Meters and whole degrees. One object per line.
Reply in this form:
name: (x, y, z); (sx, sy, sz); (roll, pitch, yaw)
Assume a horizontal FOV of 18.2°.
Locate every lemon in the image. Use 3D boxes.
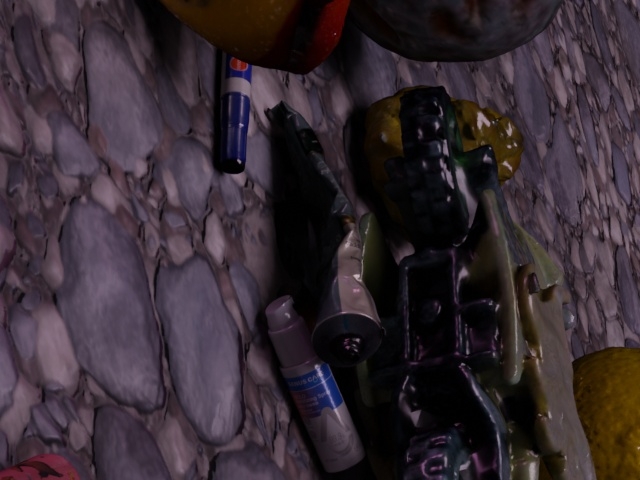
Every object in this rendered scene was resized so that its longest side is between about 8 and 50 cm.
lemon: (0.273, 0.190, 1.801); (0.193, 0.180, 0.180); (-37, 109, -56)

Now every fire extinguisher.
fire extinguisher: (-0.003, 0.066, 1.463); (0.083, 0.022, 0.028); (58, -2, -32)

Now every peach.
peach: (-0.060, -0.248, 1.377); (0.267, 0.159, 0.154); (62, 36, -18)

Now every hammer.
hammer: (-0.158, 0.139, 1.056); (0.083, 0.043, 0.043); (-20, 93, -67)

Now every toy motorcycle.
toy motorcycle: (0.107, 0.093, 1.502); (0.237, 0.169, 0.410); (51, 33, -53)

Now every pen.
pen: (-0.061, -0.135, 1.469); (0.025, 0.025, 0.204); (46, 35, -46)

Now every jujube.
jujube: (0.083, -0.288, 1.622); (0.308, 0.246, 0.215); (55, 39, -12)

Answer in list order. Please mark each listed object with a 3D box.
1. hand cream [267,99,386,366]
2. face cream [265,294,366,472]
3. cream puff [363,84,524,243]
hand cream: (-0.001, 0.000, 1.454); (0.248, 0.052, 0.075); (-106, -169, -47)
face cream: (-0.007, 0.101, 1.419); (0.130, 0.034, 0.034); (67, 24, -13)
cream puff: (0.108, -0.069, 1.678); (0.146, 0.116, 0.146); (-16, 90, -75)
